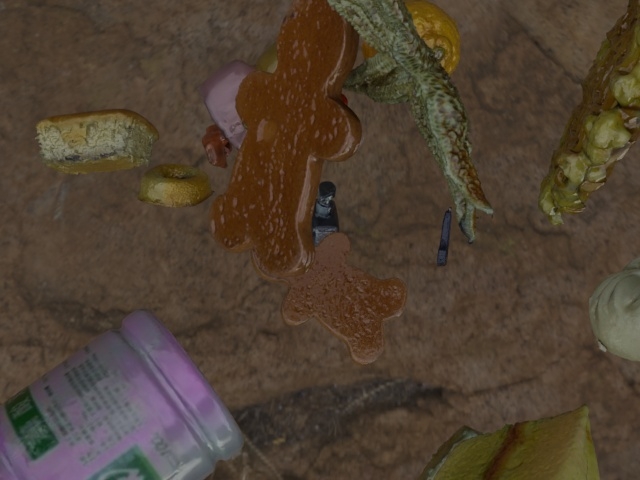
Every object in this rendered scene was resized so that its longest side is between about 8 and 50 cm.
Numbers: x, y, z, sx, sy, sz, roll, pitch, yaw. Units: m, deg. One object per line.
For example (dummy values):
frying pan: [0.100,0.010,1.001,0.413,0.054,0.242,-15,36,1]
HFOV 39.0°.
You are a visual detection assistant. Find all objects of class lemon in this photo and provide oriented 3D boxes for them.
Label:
lemon: [0.137,-0.286,1.339,0.142,0.187,0.142,-6,107,-19]

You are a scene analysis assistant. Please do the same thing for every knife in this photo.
knife: [0.244,-0.008,1.771,0.018,0.031,0.121,3,79,23]

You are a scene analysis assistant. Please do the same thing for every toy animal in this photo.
toy animal: [-0.088,-0.255,1.581,0.281,0.195,0.169,-24,111,8]

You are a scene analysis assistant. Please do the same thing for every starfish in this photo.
starfish: [0.084,-0.160,0.887,0.078,0.358,0.347,-31,70,-2]

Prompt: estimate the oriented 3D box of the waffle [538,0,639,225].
waffle: [0.324,-0.166,0.980,0.068,0.325,0.302,28,72,4]

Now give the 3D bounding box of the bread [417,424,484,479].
bread: [0.347,0.552,1.688,0.395,0.264,0.239,35,77,13]

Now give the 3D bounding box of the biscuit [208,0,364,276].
biscuit: [-0.027,-0.122,1.017,0.049,0.205,0.324,2,106,-43]

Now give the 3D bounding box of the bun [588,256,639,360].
bun: [0.558,0.100,1.462,0.259,0.259,0.160,-3,101,4]

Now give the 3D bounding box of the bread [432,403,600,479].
bread: [0.164,0.282,0.732,0.168,0.264,0.163,-27,99,40]

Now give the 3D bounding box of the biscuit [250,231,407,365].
biscuit: [0.005,0.067,1.351,0.250,0.036,0.165,32,68,-2]

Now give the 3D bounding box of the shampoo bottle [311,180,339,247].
shampoo bottle: [0.000,-0.001,1.919,0.071,0.098,0.309,1,135,-8]

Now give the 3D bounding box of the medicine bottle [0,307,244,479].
medicine bottle: [-0.271,0.248,1.019,0.325,0.212,0.212,-36,108,-14]

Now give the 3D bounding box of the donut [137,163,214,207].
donut: [-0.322,-0.124,2.002,0.162,0.178,0.065,5,108,4]

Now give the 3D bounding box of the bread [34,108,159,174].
bread: [-0.472,-0.209,1.916,0.245,0.174,0.121,-7,85,16]
